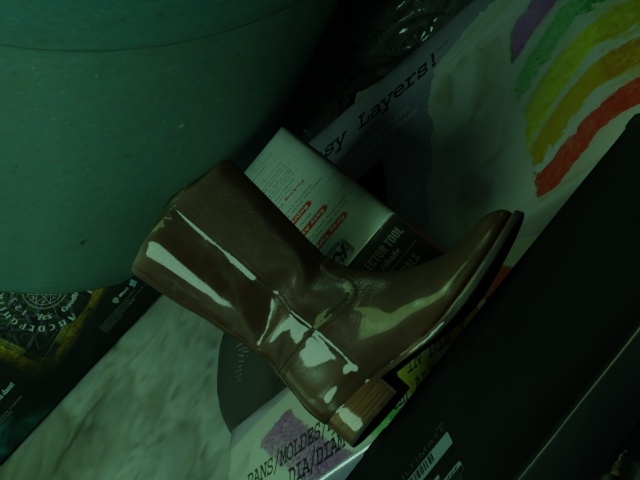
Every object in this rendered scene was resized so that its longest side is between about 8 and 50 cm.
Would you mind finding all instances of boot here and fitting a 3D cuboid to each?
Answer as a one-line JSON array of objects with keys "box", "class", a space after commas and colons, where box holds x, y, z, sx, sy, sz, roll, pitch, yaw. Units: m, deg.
[{"box": [0.000, 0.000, 0.547, 0.106, 0.114, 0.037, -50, -13, 0], "class": "boot"}]

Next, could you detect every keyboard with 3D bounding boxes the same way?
[{"box": [0.039, 0.102, 0.460, 0.317, 0.033, 0.201, -53, 13, 9], "class": "keyboard"}]

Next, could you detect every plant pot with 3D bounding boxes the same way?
[{"box": [-0.118, -0.158, 0.680, 0.334, 0.341, 0.341, 110, -179, -58], "class": "plant pot"}]

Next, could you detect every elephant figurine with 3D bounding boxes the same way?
[{"box": [0.069, -0.156, 0.791, 0.169, 0.186, 0.239, 10, 69, 14], "class": "elephant figurine"}]

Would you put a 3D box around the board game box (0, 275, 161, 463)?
[{"box": [-0.191, 0.042, 0.953, 0.186, 0.126, 0.026, -46, 26, 12], "class": "board game box"}]

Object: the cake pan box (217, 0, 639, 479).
[{"box": [0.066, -0.002, 0.659, 0.267, 0.070, 0.245, -39, 26, 26], "class": "cake pan box"}]

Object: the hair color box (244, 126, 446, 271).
[{"box": [-0.003, 0.006, 0.634, 0.072, 0.043, 0.141, -50, 25, 3], "class": "hair color box"}]
